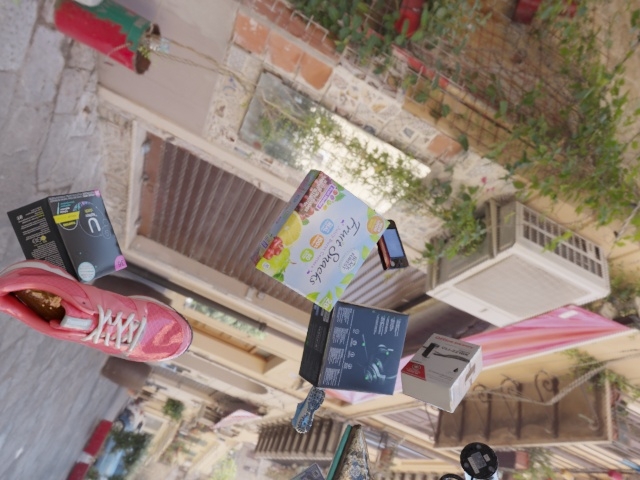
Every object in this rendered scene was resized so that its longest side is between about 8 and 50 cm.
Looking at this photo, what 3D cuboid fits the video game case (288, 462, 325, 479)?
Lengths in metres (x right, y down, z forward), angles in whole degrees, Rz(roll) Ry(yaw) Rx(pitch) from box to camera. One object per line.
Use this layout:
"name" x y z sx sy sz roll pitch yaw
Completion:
"video game case" -0.057 0.728 1.173 0.201 0.023 0.183 -27 -144 -15

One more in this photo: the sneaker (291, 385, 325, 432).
"sneaker" -0.046 0.521 1.396 0.073 0.063 0.162 1 -127 53

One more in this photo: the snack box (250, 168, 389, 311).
"snack box" 0.000 0.000 0.819 0.207 0.174 0.070 -55 -158 0

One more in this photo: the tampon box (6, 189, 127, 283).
"tampon box" -0.462 0.001 0.813 0.102 0.161 0.120 -15 -172 19

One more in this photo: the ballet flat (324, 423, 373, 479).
"ballet flat" 0.014 0.623 0.884 0.482 0.182 0.164 -58 167 -7

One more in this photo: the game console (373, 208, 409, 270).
"game console" 0.184 -0.003 1.139 0.085 0.124 0.144 -40 -121 53

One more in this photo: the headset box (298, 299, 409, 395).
"headset box" 0.109 0.310 1.298 0.131 0.283 0.246 2 -101 65

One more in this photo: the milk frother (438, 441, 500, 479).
"milk frother" 0.353 0.571 1.034 0.143 0.134 0.129 -12 -142 14

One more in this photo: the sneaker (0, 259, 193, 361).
"sneaker" -0.358 0.131 0.691 0.115 0.314 0.136 -68 -162 -4

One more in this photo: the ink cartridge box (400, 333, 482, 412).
"ink cartridge box" 0.451 0.476 1.619 0.197 0.114 0.273 8 -154 40
